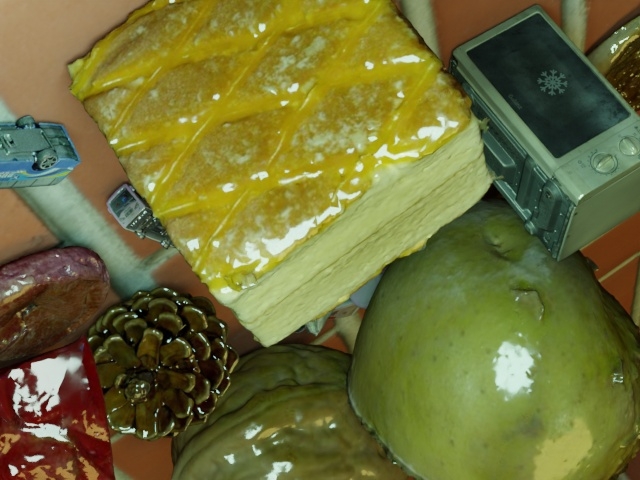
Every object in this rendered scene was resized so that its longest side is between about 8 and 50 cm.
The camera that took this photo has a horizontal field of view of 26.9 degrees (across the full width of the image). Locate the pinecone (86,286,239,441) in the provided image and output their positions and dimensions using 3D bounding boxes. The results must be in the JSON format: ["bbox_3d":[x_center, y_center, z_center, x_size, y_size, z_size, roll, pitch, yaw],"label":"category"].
[{"bbox_3d":[-0.200,0.148,1.569,0.185,0.169,0.212,-58,165,15],"label":"pinecone"}]

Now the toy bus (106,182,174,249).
[{"bbox_3d":[-0.177,-0.025,1.410,0.037,0.052,0.131,-44,159,7],"label":"toy bus"}]

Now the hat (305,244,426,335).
[{"bbox_3d":[0.000,0.000,1.691,0.226,0.164,0.219,36,122,-26],"label":"hat"}]

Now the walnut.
[{"bbox_3d":[-0.055,0.303,1.905,0.344,0.306,0.306,-17,151,-26],"label":"walnut"}]

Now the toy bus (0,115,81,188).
[{"bbox_3d":[-0.283,-0.073,1.168,0.153,0.051,0.061,-8,151,-49],"label":"toy bus"}]

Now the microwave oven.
[{"bbox_3d":[0.269,-0.123,1.604,0.145,0.240,0.194,-30,157,-16],"label":"microwave oven"}]

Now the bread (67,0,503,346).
[{"bbox_3d":[-0.032,-0.098,1.179,0.279,0.279,0.207,-39,159,0],"label":"bread"}]

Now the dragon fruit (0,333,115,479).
[{"bbox_3d":[-0.400,0.256,1.511,0.330,0.302,0.240,-10,-165,-10],"label":"dragon fruit"}]

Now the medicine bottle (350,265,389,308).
[{"bbox_3d":[0.125,0.071,1.989,0.083,0.083,0.203,-47,150,24],"label":"medicine bottle"}]

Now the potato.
[{"bbox_3d":[0.256,0.119,1.743,0.386,0.442,0.319,1,118,-20],"label":"potato"}]

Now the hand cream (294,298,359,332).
[{"bbox_3d":[0.005,0.106,1.962,0.052,0.038,0.216,-18,175,36],"label":"hand cream"}]

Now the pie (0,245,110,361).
[{"bbox_3d":[-0.307,0.067,1.409,0.182,0.049,0.182,-27,160,-11],"label":"pie"}]

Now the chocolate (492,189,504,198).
[{"bbox_3d":[0.318,-0.098,1.949,0.086,0.085,0.219,-17,148,-38],"label":"chocolate"}]

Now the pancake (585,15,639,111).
[{"bbox_3d":[0.465,-0.259,1.874,0.282,0.049,0.282,-27,157,-13],"label":"pancake"}]
